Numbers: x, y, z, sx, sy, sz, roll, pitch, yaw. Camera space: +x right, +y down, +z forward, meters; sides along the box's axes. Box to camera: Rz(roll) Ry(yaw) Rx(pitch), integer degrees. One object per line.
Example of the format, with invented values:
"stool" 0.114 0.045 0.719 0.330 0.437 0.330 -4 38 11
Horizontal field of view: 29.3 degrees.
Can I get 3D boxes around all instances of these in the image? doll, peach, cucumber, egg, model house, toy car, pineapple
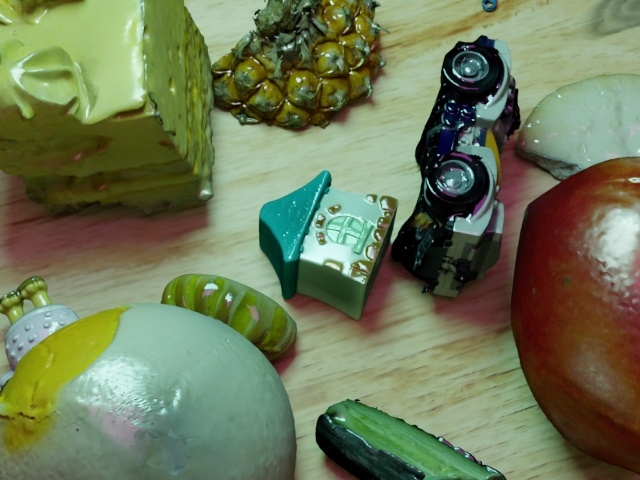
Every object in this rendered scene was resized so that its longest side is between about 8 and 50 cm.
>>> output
"doll" -0.279 0.138 1.308 0.129 0.081 0.207 -32 69 -2
"peach" 0.339 0.081 1.269 0.281 0.281 0.338 -6 58 -7
"cucumber" 0.084 0.238 1.276 0.193 0.086 0.115 34 21 16
"egg" -0.161 0.207 1.167 0.336 0.201 0.337 3 80 -15
"model house" 0.000 0.000 1.388 0.148 0.100 0.127 18 62 8
"toy car" 0.165 -0.095 1.397 0.118 0.193 0.301 13 60 3
"pineapple" -0.007 -0.227 1.481 0.249 0.164 0.140 -29 75 -21

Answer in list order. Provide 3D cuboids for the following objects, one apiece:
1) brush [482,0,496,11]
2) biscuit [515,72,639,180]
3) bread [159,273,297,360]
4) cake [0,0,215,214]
"brush" 0.231 -0.376 1.653 0.051 0.014 0.164 6 62 2
"biscuit" 0.370 -0.128 1.514 0.265 0.040 0.188 -13 61 -10
"bread" -0.101 0.082 1.344 0.157 0.094 0.083 25 59 1
"cake" -0.256 -0.178 1.341 0.222 0.286 0.228 -10 65 8
